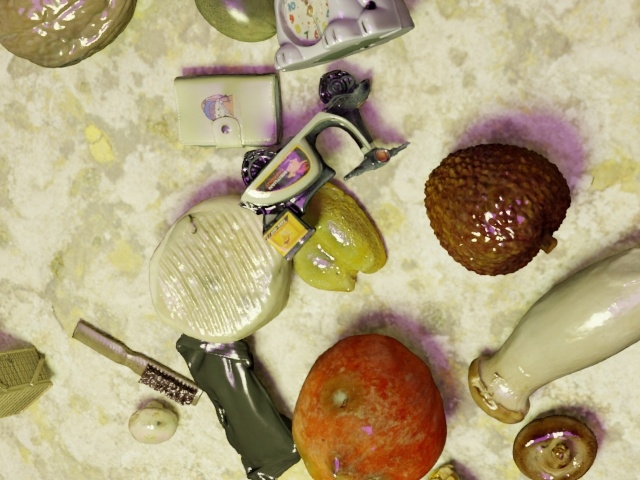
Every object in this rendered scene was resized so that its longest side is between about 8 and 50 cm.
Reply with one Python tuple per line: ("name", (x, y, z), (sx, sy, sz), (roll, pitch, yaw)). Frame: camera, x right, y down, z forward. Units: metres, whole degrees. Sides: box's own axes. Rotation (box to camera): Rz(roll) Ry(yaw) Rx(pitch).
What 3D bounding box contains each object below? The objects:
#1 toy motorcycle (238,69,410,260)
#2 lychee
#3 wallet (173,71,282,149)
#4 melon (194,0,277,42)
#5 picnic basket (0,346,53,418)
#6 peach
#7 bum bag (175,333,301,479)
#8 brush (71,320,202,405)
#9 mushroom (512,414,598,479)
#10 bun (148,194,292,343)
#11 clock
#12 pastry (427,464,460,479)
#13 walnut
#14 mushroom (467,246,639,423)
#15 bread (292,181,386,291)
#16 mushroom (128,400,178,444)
("toy motorcycle", (-0.004, -0.114, 1.172), (0.157, 0.091, 0.263), (44, 90, 1))
("lychee", (0.236, -0.042, 1.113), (0.194, 0.194, 0.194), (5, 109, 13))
("wallet", (-0.134, -0.191, 1.231), (0.155, 0.039, 0.110), (1, 106, 13))
("melon", (-0.112, -0.327, 1.147), (0.131, 0.098, 0.098), (29, 113, -4))
("picnic basket", (-0.555, 0.250, 1.422), (0.115, 0.164, 0.079), (-38, 73, 25))
("peach", (0.065, 0.264, 1.217), (0.232, 0.256, 0.232), (4, 105, 13))
("bum bag", (-0.124, 0.259, 1.364), (0.142, 0.079, 0.326), (-17, 107, 27))
("brush", (-0.316, 0.212, 1.418), (0.248, 0.036, 0.043), (29, 109, 4))
("mushroom", (0.351, 0.313, 1.252), (0.126, 0.085, 0.109), (-8, 141, 15))
("bun", (-0.145, 0.046, 1.273), (0.237, 0.116, 0.210), (-41, 90, 11))
("clock", (-0.003, -0.362, 1.074), (0.189, 0.189, 0.254), (-16, 101, 19))
("pastry", (0.249, 0.480, 1.322), (0.250, 0.102, 0.154), (38, 102, 3))
("walnut", (-0.358, -0.334, 1.170), (0.230, 0.178, 0.178), (-17, 103, 18))
("mushroom", (0.346, 0.131, 1.164), (0.128, 0.128, 0.350), (41, 120, -2))
("bread", (0.000, 0.000, 1.249), (0.149, 0.065, 0.187), (-33, 99, 27))
("mushroom", (-0.286, 0.313, 1.429), (0.084, 0.067, 0.083), (-1, 142, 0))
